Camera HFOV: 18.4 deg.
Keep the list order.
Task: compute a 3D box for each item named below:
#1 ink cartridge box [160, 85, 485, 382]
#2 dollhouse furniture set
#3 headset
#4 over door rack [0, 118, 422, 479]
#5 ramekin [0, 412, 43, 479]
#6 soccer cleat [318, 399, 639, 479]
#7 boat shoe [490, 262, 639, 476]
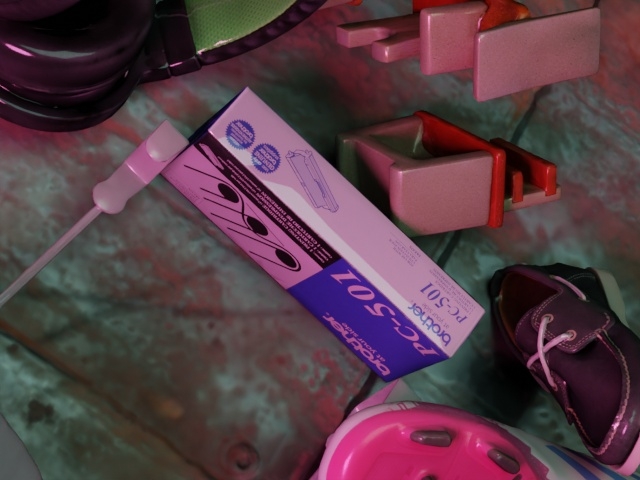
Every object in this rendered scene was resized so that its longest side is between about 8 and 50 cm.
[{"bbox_3d":[0.000,0.000,1.254,0.207,0.097,0.046,43,65,-8],"label":"ink cartridge box"},{"bbox_3d":[0.082,-0.143,1.258,0.135,0.262,0.259,-14,116,-27],"label":"dollhouse furniture set"},{"bbox_3d":[-0.178,-0.188,1.168,0.394,0.243,0.185,-13,63,-4],"label":"headset"},{"bbox_3d":[-0.129,0.126,1.162,0.239,0.108,0.324,47,62,-5],"label":"over door rack"},{"bbox_3d":[-0.260,0.177,0.983,0.277,0.135,0.277,1,102,5],"label":"ramekin"},{"bbox_3d":[0.118,0.174,1.225,0.331,0.143,0.116,25,96,-29],"label":"soccer cleat"},{"bbox_3d":[0.160,0.077,1.250,0.079,0.233,0.084,17,109,-13],"label":"boat shoe"}]
